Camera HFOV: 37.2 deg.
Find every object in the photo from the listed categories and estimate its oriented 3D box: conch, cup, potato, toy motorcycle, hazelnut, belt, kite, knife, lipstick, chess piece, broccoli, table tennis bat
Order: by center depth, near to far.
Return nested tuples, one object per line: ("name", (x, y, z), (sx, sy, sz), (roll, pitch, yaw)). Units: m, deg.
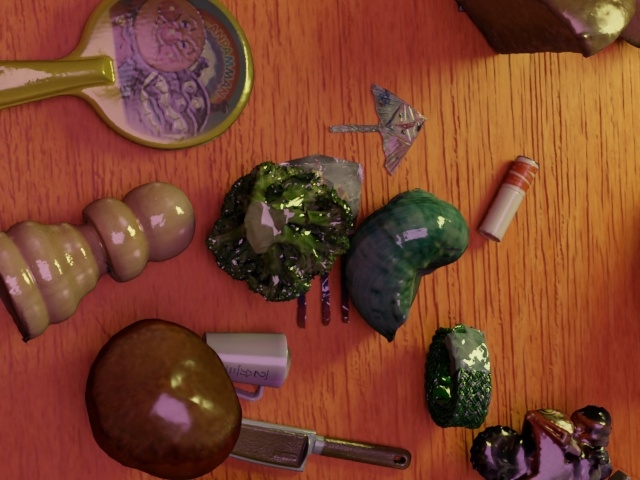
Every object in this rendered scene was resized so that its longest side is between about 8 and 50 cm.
("hazelnut", (-0.204, 0.205, 1.171), (0.210, 0.186, 0.210), (2, 97, 18))
("chess piece", (-0.281, 0.009, 1.197), (0.260, 0.142, 0.143), (-26, 100, -24))
("table tennis bat", (-0.260, -0.222, 1.229), (0.368, 0.054, 0.224), (-10, 94, -22))
("broccoli", (-0.054, -0.012, 1.244), (0.195, 0.156, 0.196), (0, 89, 0))
("cup", (-0.105, 0.172, 1.289), (0.116, 0.074, 0.104), (5, 118, -15))
("potato", (0.322, -0.383, 1.319), (0.211, 0.264, 0.189), (-38, 112, -8))
("conch", (0.117, 0.013, 1.322), (0.134, 0.196, 0.202), (39, 59, 8))
("knife", (-0.028, 0.295, 1.334), (0.342, 0.027, 0.061), (15, 91, -19))
("kite", (0.000, 0.000, 1.342), (0.141, 0.015, 0.245), (-3, 92, -16))
("belt", (0.205, 0.194, 1.361), (0.079, 0.121, 0.152), (2, 86, -17))
("kite", (0.087, -0.159, 1.372), (0.152, 0.005, 0.137), (-14, 95, -17))
("lipstick", (0.282, -0.062, 1.423), (0.038, 0.038, 0.131), (31, 81, -17))
("toy motorcycle", (0.405, 0.389, 1.431), (0.207, 0.134, 0.401), (-42, 102, -7))

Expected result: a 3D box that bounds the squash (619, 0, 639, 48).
("squash", (0.524, -0.387, 1.443), (0.122, 0.170, 0.170), (-29, 101, -32))
